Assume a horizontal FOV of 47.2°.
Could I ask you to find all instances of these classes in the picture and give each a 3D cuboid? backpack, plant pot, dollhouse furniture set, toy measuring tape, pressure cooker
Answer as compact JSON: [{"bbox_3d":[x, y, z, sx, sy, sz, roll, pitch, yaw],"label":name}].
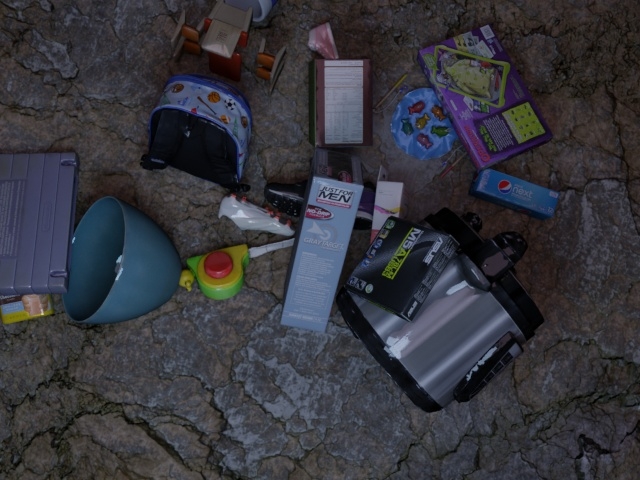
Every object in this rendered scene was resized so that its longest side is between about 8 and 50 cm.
[{"bbox_3d":[-0.272,-0.263,1.707,0.277,0.263,0.213,15,69,-4],"label":"backpack"},{"bbox_3d":[-0.439,0.064,1.689,0.195,0.290,0.290,20,84,-40],"label":"plant pot"},{"bbox_3d":[-0.224,-0.443,1.725,0.262,0.259,0.135,20,76,-2],"label":"dollhouse furniture set"},{"bbox_3d":[-0.180,0.071,1.767,0.330,0.121,0.121,-12,87,-11],"label":"toy measuring tape"},{"bbox_3d":[0.291,0.131,1.650,0.420,0.370,0.375,-40,120,3],"label":"pressure cooker"}]

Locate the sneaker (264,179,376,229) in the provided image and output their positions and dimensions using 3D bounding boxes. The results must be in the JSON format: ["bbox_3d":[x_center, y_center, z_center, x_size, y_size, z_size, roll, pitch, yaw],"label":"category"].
[{"bbox_3d":[0.003,-0.117,1.816,0.283,0.107,0.124,14,70,-8],"label":"sneaker"}]

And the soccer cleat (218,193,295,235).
[{"bbox_3d":[-0.157,-0.050,1.807,0.196,0.068,0.076,26,104,-4],"label":"soccer cleat"}]

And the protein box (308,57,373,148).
[{"bbox_3d":[0.045,-0.327,1.749,0.136,0.200,0.201,-1,101,-5],"label":"protein box"}]

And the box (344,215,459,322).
[{"bbox_3d":[0.163,0.053,1.502,0.045,0.184,0.190,40,80,-36],"label":"box"}]

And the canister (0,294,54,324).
[{"bbox_3d":[-0.709,0.104,1.739,0.126,0.073,0.170,-12,89,-6],"label":"canister"}]

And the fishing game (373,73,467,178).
[{"bbox_3d":[0.274,-0.299,1.869,0.189,0.041,0.264,-43,91,-4],"label":"fishing game"}]

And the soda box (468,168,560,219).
[{"bbox_3d":[0.490,-0.119,1.859,0.210,0.071,0.067,19,83,-3],"label":"soda box"}]

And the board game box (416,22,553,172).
[{"bbox_3d":[0.411,-0.363,1.846,0.208,0.056,0.347,-22,77,-12],"label":"board game box"}]

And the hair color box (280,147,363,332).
[{"bbox_3d":[0.000,0.000,1.670,0.114,0.185,0.374,11,116,-5],"label":"hair color box"}]

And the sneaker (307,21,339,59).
[{"bbox_3d":[0.008,-0.479,1.853,0.070,0.051,0.134,-16,91,3],"label":"sneaker"}]

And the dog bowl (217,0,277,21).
[{"bbox_3d":[-0.207,-0.651,1.736,0.265,0.265,0.104,37,81,-2],"label":"dog bowl"}]

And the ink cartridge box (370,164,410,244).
[{"bbox_3d":[0.175,-0.078,1.800,0.067,0.115,0.198,6,86,16],"label":"ink cartridge box"}]

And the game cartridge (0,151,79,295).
[{"bbox_3d":[-0.692,-0.042,1.705,0.230,0.068,0.355,-3,65,-1],"label":"game cartridge"}]
